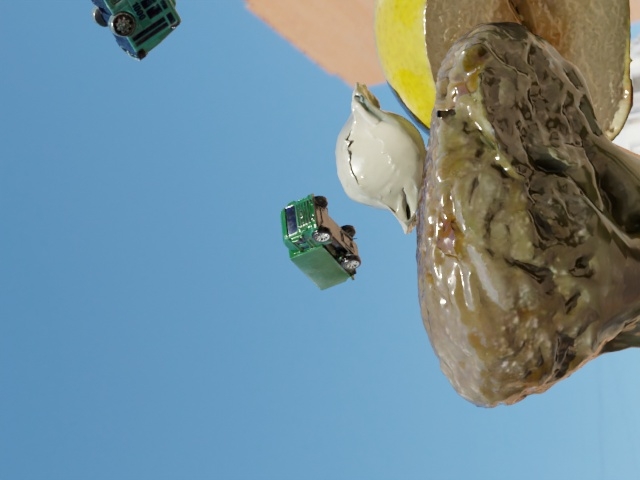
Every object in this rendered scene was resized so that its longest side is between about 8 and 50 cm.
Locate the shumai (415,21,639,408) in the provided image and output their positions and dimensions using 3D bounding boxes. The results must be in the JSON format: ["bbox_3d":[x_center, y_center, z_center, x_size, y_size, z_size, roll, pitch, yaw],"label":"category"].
[{"bbox_3d":[0.228,-0.017,0.938,0.217,0.283,0.345,92,-175,-73],"label":"shumai"}]

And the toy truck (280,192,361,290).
[{"bbox_3d":[0.000,0.000,1.438,0.147,0.079,0.065,48,-152,-51],"label":"toy truck"}]

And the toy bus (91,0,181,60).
[{"bbox_3d":[-0.235,-0.302,1.264,0.092,0.079,0.160,-37,-54,-12],"label":"toy bus"}]

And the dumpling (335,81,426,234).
[{"bbox_3d":[0.072,-0.096,1.273,0.127,0.108,0.187,-34,-79,-87],"label":"dumpling"}]

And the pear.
[{"bbox_3d":[0.207,-0.258,1.322,0.340,0.191,0.386,-40,-63,-23],"label":"pear"}]
